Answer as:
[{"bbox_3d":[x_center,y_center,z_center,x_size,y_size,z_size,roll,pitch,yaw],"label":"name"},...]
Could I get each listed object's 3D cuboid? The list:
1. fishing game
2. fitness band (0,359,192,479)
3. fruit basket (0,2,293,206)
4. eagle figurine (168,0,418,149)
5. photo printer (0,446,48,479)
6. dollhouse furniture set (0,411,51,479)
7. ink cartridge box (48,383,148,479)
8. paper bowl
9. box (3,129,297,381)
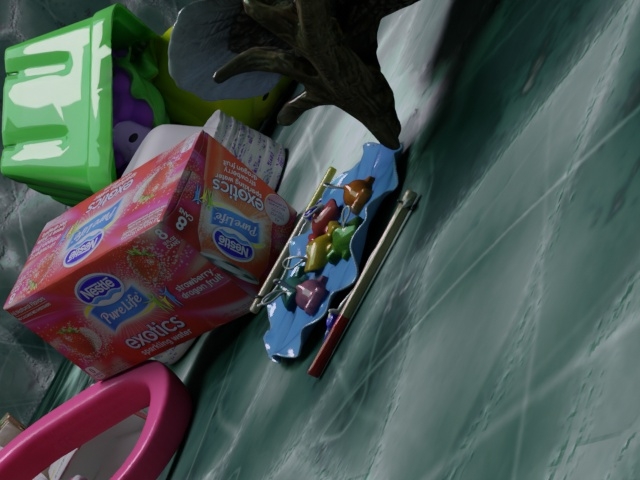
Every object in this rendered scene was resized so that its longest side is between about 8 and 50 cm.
[{"bbox_3d":[0.000,0.000,0.994,0.189,0.041,0.264,-60,13,4],"label":"fishing game"},{"bbox_3d":[-0.245,0.217,1.296,0.291,0.054,0.209,-31,22,22],"label":"fitness band"},{"bbox_3d":[-0.190,-0.163,1.803,0.392,0.392,0.283,151,121,-71],"label":"fruit basket"},{"bbox_3d":[0.039,-0.217,0.962,0.226,0.225,0.298,126,159,-57],"label":"eagle figurine"},{"bbox_3d":[-0.446,0.330,1.607,0.107,0.256,0.307,-55,-10,-41],"label":"photo printer"},{"bbox_3d":[-0.503,0.323,2.007,0.161,0.242,0.212,-51,9,-11],"label":"dollhouse furniture set"},{"bbox_3d":[-0.243,0.226,1.510,0.115,0.067,0.198,-63,12,-6],"label":"ink cartridge box"},{"bbox_3d":[-0.167,-0.015,1.550,0.284,0.148,0.284,-57,12,19],"label":"paper bowl"},{"bbox_3d":[-0.162,0.020,1.286,0.257,0.128,0.122,-25,33,41],"label":"box"}]
